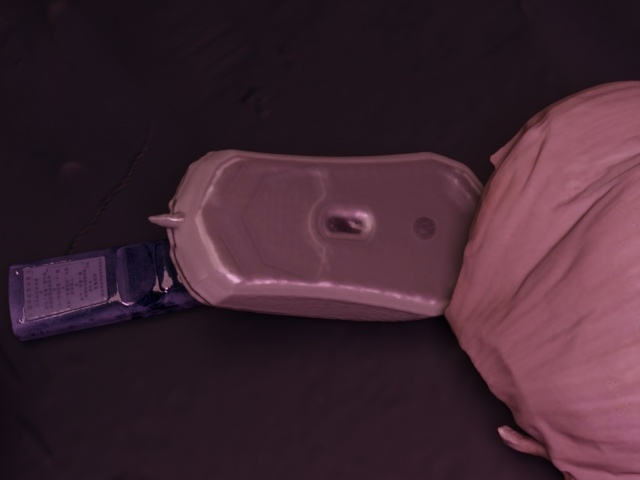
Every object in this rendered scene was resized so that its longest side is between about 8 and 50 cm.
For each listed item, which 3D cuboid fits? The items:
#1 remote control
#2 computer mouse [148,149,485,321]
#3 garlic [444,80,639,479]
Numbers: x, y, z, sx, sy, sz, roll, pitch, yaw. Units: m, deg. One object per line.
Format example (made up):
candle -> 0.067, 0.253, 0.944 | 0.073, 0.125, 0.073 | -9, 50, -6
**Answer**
remote control -> -0.093, 0.019, 0.875 | 0.152, 0.027, 0.044 | -12, 71, 6
computer mouse -> 0.000, 0.000, 0.838 | 0.181, 0.056, 0.089 | 3, 69, -12
garlic -> 0.164, 0.027, 0.759 | 0.178, 0.143, 0.229 | -23, 78, -13
